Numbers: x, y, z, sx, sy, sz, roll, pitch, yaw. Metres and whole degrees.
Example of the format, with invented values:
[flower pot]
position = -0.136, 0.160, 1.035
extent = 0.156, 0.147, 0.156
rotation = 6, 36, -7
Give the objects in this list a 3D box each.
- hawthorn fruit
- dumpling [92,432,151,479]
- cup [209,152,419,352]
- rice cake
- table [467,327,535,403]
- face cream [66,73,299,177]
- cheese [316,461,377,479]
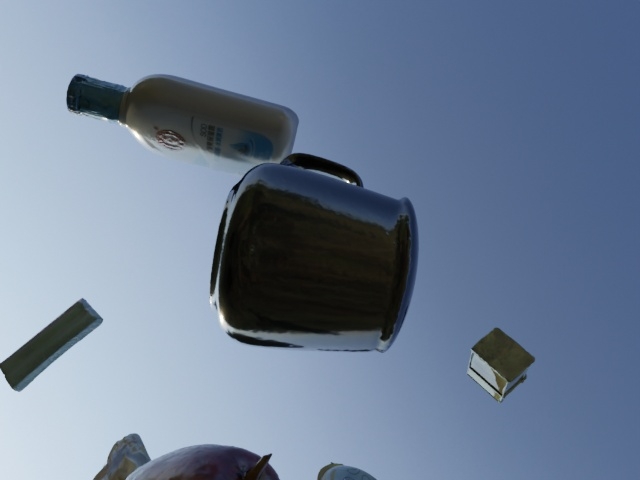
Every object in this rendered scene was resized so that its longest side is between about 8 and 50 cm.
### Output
[hawthorn fruit]
position = -0.149, 0.404, 0.759
extent = 0.277, 0.277, 0.298
rotation = 42, -78, 17
[dumpling]
position = -0.396, 0.504, 1.110
extent = 0.124, 0.151, 0.228
rotation = 5, -60, 21
[cup]
position = 0.000, 0.000, 0.526
extent = 0.177, 0.223, 0.169
rotation = 9, -39, 2
[rice cake]
position = -0.582, 0.220, 1.188
extent = 0.080, 0.042, 0.222
rotation = 39, -110, 22
[table]
position = 0.285, 0.200, 0.879
extent = 0.079, 0.062, 0.083
rotation = 43, -25, 33
[face cream]
position = -0.207, -0.180, 0.842
extent = 0.337, 0.163, 0.080
rotation = 14, -120, -7
[cheese]
position = 0.094, 0.491, 1.038
extent = 0.069, 0.271, 0.177
rotation = -58, -145, 12
